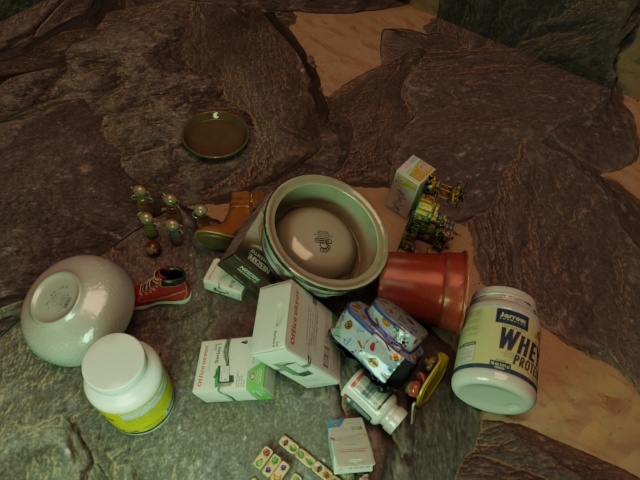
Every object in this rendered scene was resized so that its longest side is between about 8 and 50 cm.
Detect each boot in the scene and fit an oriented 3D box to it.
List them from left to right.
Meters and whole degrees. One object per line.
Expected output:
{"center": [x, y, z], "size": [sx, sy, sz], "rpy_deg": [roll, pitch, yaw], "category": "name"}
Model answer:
{"center": [-0.537, 0.140, 1.523], "size": [0.244, 0.176, 0.088], "rpy_deg": [-6, 58, -9], "category": "boot"}
{"center": [-0.304, -0.084, 1.722], "size": [0.283, 0.109, 0.220], "rpy_deg": [1, 61, -19], "category": "boot"}

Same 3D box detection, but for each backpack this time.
{"center": [0.167, 0.282, 1.414], "size": [0.263, 0.276, 0.213], "rpy_deg": [31, 92, 19], "category": "backpack"}

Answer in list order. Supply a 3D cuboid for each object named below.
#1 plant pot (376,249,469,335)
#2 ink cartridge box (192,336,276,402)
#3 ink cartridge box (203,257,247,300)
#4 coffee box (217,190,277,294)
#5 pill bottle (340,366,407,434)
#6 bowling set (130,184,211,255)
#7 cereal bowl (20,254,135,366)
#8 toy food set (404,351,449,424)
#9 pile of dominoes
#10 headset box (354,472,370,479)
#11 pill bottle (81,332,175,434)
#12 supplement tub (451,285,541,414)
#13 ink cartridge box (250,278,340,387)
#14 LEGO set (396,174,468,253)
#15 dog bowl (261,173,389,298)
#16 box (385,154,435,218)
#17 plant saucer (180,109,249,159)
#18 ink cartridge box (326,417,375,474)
{"center": [0.320, 0.151, 1.573], "size": [0.265, 0.272, 0.272], "rpy_deg": [7, 55, 9], "category": "plant pot"}
{"center": [-0.241, 0.369, 1.402], "size": [0.219, 0.093, 0.160], "rpy_deg": [-9, 53, 15], "category": "ink cartridge box"}
{"center": [-0.307, 0.129, 1.627], "size": [0.135, 0.056, 0.099], "rpy_deg": [18, 55, 6], "category": "ink cartridge box"}
{"center": [-0.184, 0.007, 1.608], "size": [0.168, 0.119, 0.297], "rpy_deg": [41, 50, -20], "category": "coffee box"}
{"center": [0.157, 0.466, 1.413], "size": [0.180, 0.108, 0.108], "rpy_deg": [40, 61, 20], "category": "pill bottle"}
{"center": [-0.533, -0.056, 1.672], "size": [0.286, 0.154, 0.200], "rpy_deg": [10, 55, 2], "category": "bowling set"}
{"center": [-0.732, 0.188, 1.433], "size": [0.338, 0.141, 0.339], "rpy_deg": [-6, 62, 11], "category": "cereal bowl"}
{"center": [0.300, 0.420, 1.458], "size": [0.071, 0.128, 0.218], "rpy_deg": [26, 59, 31], "category": "toy food set"}
{"center": [-0.072, 0.659, 1.296], "size": [0.251, 0.040, 0.196], "rpy_deg": [32, 58, 16], "category": "pile of dominoes"}
{"center": [0.113, 0.647, 1.310], "size": [0.032, 0.062, 0.083], "rpy_deg": [-3, 56, -8], "category": "headset box"}
{"center": [-0.496, 0.373, 1.269], "size": [0.187, 0.334, 0.188], "rpy_deg": [3, 55, -4], "category": "pill bottle"}
{"center": [0.535, 0.325, 1.472], "size": [0.235, 0.235, 0.325], "rpy_deg": [18, 56, 6], "category": "supplement tub"}
{"center": [-0.060, 0.273, 1.406], "size": [0.121, 0.289, 0.211], "rpy_deg": [-17, 50, 27], "category": "ink cartridge box"}
{"center": [0.404, -0.047, 1.691], "size": [0.192, 0.331, 0.255], "rpy_deg": [22, 36, 7], "category": "LEGO set"}
{"center": [0.000, 0.000, 1.521], "size": [0.407, 0.150, 0.408], "rpy_deg": [12, 56, -19], "category": "dog bowl"}
{"center": [0.335, -0.199, 1.833], "size": [0.103, 0.203, 0.114], "rpy_deg": [37, 60, 18], "category": "box"}
{"center": [-0.431, -0.430, 2.012], "size": [0.277, 0.041, 0.278], "rpy_deg": [3, 56, -5], "category": "plant saucer"}
{"center": [0.079, 0.561, 1.310], "size": [0.104, 0.062, 0.181], "rpy_deg": [-2, 19, -7], "category": "ink cartridge box"}
